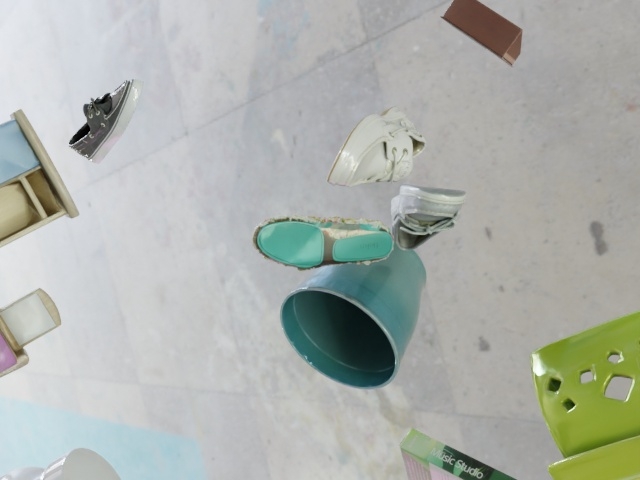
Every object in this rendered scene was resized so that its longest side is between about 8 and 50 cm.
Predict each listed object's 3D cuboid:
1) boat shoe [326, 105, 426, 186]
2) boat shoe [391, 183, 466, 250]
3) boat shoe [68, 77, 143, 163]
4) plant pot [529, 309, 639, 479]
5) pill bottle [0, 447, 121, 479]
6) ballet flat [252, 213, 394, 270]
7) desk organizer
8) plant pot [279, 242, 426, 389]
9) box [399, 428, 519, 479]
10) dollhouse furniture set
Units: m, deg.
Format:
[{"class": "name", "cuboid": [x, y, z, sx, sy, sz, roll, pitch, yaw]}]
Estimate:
[{"class": "boat shoe", "cuboid": [0.099, -0.133, 1.186, 0.096, 0.277, 0.098, 36, 123, 9]}, {"class": "boat shoe", "cuboid": [0.189, -0.041, 1.442, 0.320, 0.118, 0.103, 152, 124, -82]}, {"class": "boat shoe", "cuboid": [-0.388, -0.220, 1.392, 0.228, 0.076, 0.080, -36, 39, 47]}, {"class": "plant pot", "cuboid": [0.392, 0.230, 0.891, 0.228, 0.207, 0.227, -29, 116, 31]}, {"class": "pill bottle", "cuboid": [-0.524, 0.524, 1.291, 0.407, 0.229, 0.229, -34, 68, 6]}, {"class": "ballet flat", "cuboid": [0.000, 0.000, 1.231, 0.077, 0.241, 0.091, -143, 61, -64]}, {"class": "desk organizer", "cuboid": [0.250, -0.322, 1.183, 0.130, 0.047, 0.050, 44, 108, 29]}, {"class": "plant pot", "cuboid": [0.096, 0.129, 1.653, 0.271, 0.255, 0.272, 21, 136, 22]}, {"class": "box", "cuboid": [0.320, 0.525, 1.580, 0.322, 0.058, 0.232, 19, 142, 32]}, {"class": "dollhouse furniture set", "cuboid": [-0.319, 0.008, 0.772, 0.303, 0.198, 0.286, 10, 128, 64]}]
